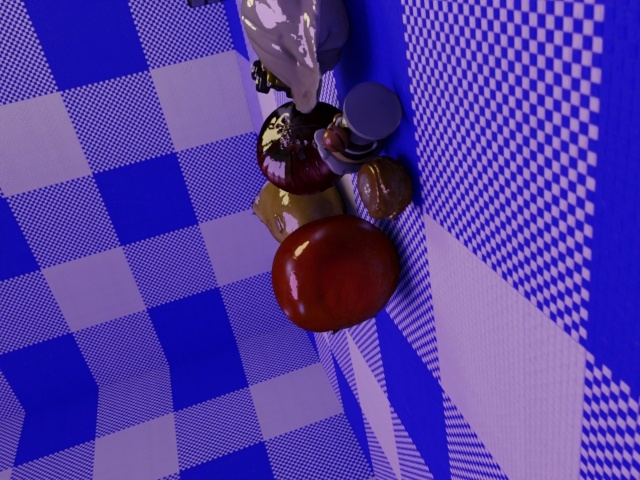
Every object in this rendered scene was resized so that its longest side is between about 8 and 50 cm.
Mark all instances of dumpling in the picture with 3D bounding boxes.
[{"bbox_3d":[-0.054,-0.447,1.299,0.395,0.233,0.315,105,156,-58],"label":"dumpling"}]

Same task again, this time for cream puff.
[{"bbox_3d":[0.141,-0.113,1.221,0.126,0.103,0.143,103,151,-45],"label":"cream puff"}]

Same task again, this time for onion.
[{"bbox_3d":[-0.027,-0.241,1.543,0.285,0.273,0.273,27,-140,-67],"label":"onion"}]

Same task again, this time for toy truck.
[{"bbox_3d":[-0.138,-0.581,1.924,0.224,0.147,0.165,-115,36,-51],"label":"toy truck"}]

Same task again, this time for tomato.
[{"bbox_3d":[0.036,0.085,1.485,0.293,0.325,0.289,-137,29,-76],"label":"tomato"}]

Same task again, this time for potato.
[{"bbox_3d":[-0.047,-0.037,1.856,0.397,0.290,0.295,97,154,-60],"label":"potato"}]

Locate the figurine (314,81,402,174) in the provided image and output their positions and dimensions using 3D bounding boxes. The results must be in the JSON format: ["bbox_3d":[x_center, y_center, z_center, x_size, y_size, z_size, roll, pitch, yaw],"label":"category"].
[{"bbox_3d":[0.070,-0.225,1.233,0.133,0.176,0.236,60,166,4],"label":"figurine"}]

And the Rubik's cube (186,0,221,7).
[{"bbox_3d":[-0.334,-0.971,1.846,0.293,0.287,0.291,124,128,-77],"label":"Rubik's cube"}]
